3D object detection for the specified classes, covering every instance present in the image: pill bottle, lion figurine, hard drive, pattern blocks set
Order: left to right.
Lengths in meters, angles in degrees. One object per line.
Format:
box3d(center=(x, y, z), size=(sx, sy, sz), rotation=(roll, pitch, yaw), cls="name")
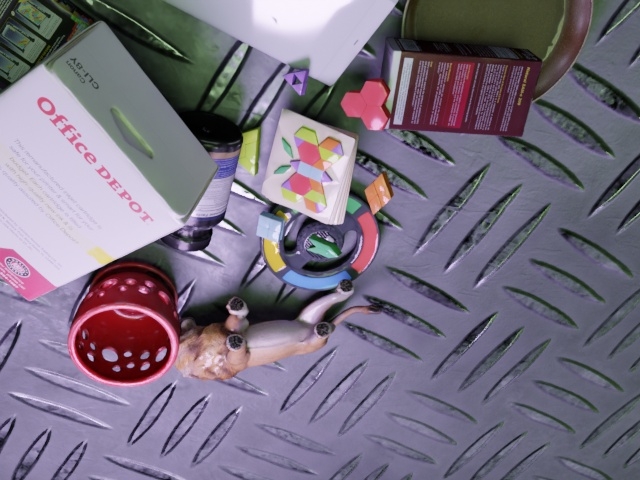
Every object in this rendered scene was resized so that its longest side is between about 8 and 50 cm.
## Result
box3d(center=(-0.211, -0.096, 1.162), size=(0.122, 0.123, 0.219), rotation=(11, 121, -14), cls="pill bottle")
box3d(center=(-0.094, 0.189, 1.346), size=(0.392, 0.142, 0.240), rotation=(-1, 152, -14), cls="lion figurine")
box3d(center=(-0.065, -0.369, 1.016), size=(0.307, 0.040, 0.203), rotation=(22, 140, -21), cls="hard drive")
box3d(center=(-0.015, -0.121, 1.148), size=(0.285, 0.026, 0.325), rotation=(12, 120, 20), cls="pattern blocks set")

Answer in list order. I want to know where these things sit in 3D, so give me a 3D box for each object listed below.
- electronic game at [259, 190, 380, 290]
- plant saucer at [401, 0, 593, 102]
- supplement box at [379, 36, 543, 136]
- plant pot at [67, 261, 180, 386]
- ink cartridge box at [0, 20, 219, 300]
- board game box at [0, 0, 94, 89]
box3d(center=(0.000, 0.000, 1.295), size=(0.229, 0.048, 0.229), rotation=(-3, 122, -5), cls="electronic game")
box3d(center=(0.279, -0.352, 1.107), size=(0.310, 0.050, 0.311), rotation=(-4, 122, -6), cls="plant saucer")
box3d(center=(0.216, -0.243, 1.097), size=(0.239, 0.073, 0.130), rotation=(3, 122, -8), cls="supplement box")
box3d(center=(-0.351, 0.142, 1.264), size=(0.191, 0.174, 0.191), rotation=(-3, 123, -5), cls="plant pot")
box3d(center=(-0.390, -0.102, 1.035), size=(0.384, 0.160, 0.279), rotation=(-21, 120, 31), cls="ink cartridge box")
box3d(center=(-0.452, -0.310, 1.039), size=(0.141, 0.048, 0.170), rotation=(36, 112, -24), cls="board game box")
